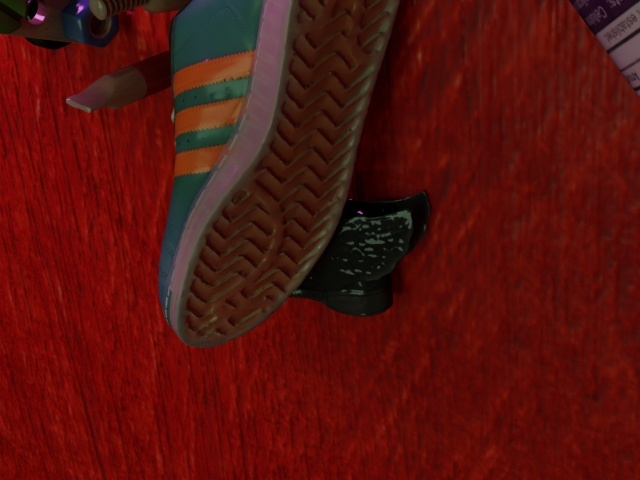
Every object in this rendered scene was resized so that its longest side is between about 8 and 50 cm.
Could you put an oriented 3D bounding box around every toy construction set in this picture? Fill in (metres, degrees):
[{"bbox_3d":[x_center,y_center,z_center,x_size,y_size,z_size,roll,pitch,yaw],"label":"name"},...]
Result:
[{"bbox_3d":[-0.234,-0.196,0.701,0.309,0.237,0.257,42,135,13],"label":"toy construction set"}]

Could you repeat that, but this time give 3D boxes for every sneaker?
[{"bbox_3d":[-0.002,0.001,0.754,0.170,0.051,0.089,10,121,32],"label":"sneaker"},{"bbox_3d":[-0.045,-0.080,0.685,0.121,0.108,0.302,40,117,43],"label":"sneaker"}]

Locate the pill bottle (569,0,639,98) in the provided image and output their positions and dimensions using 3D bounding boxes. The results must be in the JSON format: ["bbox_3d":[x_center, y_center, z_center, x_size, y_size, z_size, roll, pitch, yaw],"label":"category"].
[{"bbox_3d":[0.172,-0.149,0.412,0.323,0.181,0.181,54,137,1],"label":"pill bottle"}]
